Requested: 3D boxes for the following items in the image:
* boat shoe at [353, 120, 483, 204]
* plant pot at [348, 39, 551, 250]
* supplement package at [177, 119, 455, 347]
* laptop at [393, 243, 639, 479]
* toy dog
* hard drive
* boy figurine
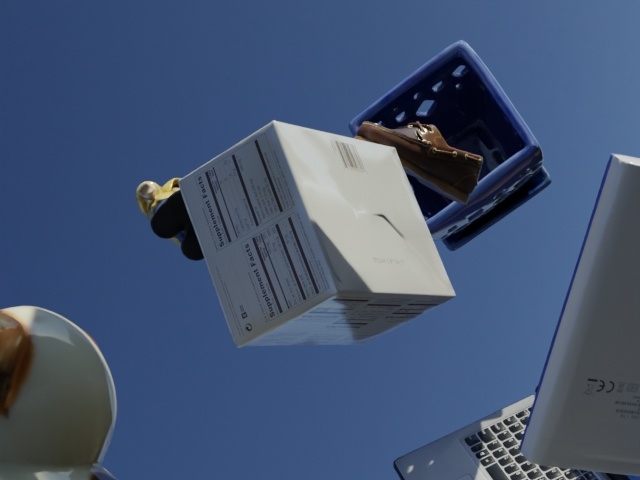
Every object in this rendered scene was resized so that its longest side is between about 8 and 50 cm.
[{"bbox_3d":[0.126,-0.113,1.697,0.207,0.073,0.073,24,-88,-42],"label":"boat shoe"},{"bbox_3d":[0.220,-0.135,2.138,0.236,0.236,0.212,-36,-25,9],"label":"plant pot"},{"bbox_3d":[0.000,0.000,1.508,0.262,0.145,0.204,6,-122,-58],"label":"supplement package"},{"bbox_3d":[0.308,0.245,1.913,0.407,0.382,0.236,-24,-66,-5],"label":"laptop"},{"bbox_3d":[-0.254,0.257,1.191,0.284,0.395,0.408,9,-124,-64],"label":"toy dog"},{"bbox_3d":[0.340,0.085,1.340,0.210,0.040,0.319,9,-73,-17],"label":"hard drive"},{"bbox_3d":[-0.209,-0.034,2.082,0.092,0.177,0.285,-52,11,2],"label":"boy figurine"}]
